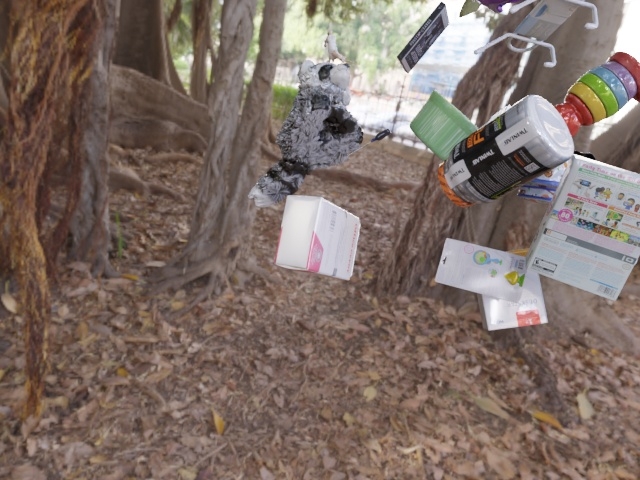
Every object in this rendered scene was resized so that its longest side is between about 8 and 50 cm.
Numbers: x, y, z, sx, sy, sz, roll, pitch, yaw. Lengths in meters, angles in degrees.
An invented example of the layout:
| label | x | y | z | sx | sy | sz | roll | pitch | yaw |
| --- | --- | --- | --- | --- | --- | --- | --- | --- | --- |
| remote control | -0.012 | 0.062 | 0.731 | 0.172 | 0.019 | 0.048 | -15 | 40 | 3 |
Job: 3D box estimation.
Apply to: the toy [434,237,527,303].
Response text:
| label | x | y | z | sx | sy | sz | roll | pitch | yaw |
| --- | --- | --- | --- | --- | --- | --- | --- | --- | --- |
| toy | 0.466 | 0.090 | 1.448 | 0.237 | 0.137 | 0.056 | 14 | -13 | 19 |

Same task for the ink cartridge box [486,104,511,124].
| label | x | y | z | sx | sy | sz | roll | pitch | yaw |
| --- | --- | --- | --- | --- | --- | --- | --- | --- | --- |
| ink cartridge box | 0.562 | -0.337 | 1.506 | 0.104 | 0.060 | 0.180 | 53 | 35 | -5 |

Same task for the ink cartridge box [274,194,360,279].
| label | x | y | z | sx | sy | sz | roll | pitch | yaw |
| --- | --- | --- | --- | --- | --- | --- | --- | --- | --- |
| ink cartridge box | 0.000 | 0.000 | 1.488 | 0.117 | 0.207 | 0.283 | 7 | -7 | 28 |

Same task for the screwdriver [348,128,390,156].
| label | x | y | z | sx | sy | sz | roll | pitch | yaw |
| --- | --- | --- | --- | --- | --- | --- | --- | --- | --- |
| screwdriver | 0.158 | -0.326 | 1.670 | 0.170 | 0.025 | 0.024 | -24 | 30 | 23 |

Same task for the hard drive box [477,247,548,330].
| label | x | y | z | sx | sy | sz | roll | pitch | yaw |
| --- | --- | --- | --- | --- | --- | --- | --- | --- | --- |
| hard drive box | 0.584 | 0.151 | 1.558 | 0.181 | 0.232 | 0.089 | -10 | -6 | 6 |

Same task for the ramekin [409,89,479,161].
| label | x | y | z | sx | sy | sz | roll | pitch | yaw |
| --- | --- | --- | --- | --- | --- | --- | --- | --- | --- |
| ramekin | 0.447 | -0.356 | 1.704 | 0.303 | 0.148 | 0.303 | 36 | 20 | -16 |

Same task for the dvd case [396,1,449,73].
| label | x | y | z | sx | sy | sz | roll | pitch | yaw |
| --- | --- | --- | --- | --- | --- | --- | --- | --- | --- |
| dvd case | 0.384 | -0.746 | 1.856 | 0.029 | 0.239 | 0.179 | 43 | 14 | 12 |

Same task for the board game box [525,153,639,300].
| label | x | y | z | sx | sy | sz | roll | pitch | yaw |
| --- | --- | --- | --- | --- | --- | --- | --- | --- | --- |
| board game box | 0.682 | -0.034 | 1.251 | 0.224 | 0.303 | 0.097 | 22 | 23 | 15 |

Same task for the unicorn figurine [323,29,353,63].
| label | x | y | z | sx | sy | sz | roll | pitch | yaw |
| --- | --- | --- | --- | --- | --- | --- | --- | --- | --- |
| unicorn figurine | 0.049 | -0.699 | 1.844 | 0.060 | 0.162 | 0.111 | -26 | 4 | -11 |

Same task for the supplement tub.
| label | x | y | z | sx | sy | sz | roll | pitch | yaw |
| --- | --- | --- | --- | --- | --- | --- | --- | --- | --- |
| supplement tub | 0.482 | -0.223 | 1.339 | 0.193 | 0.194 | 0.316 | -3 | -22 | -40 |

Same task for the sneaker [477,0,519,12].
| label | x | y | z | sx | sy | sz | roll | pitch | yaw |
| --- | --- | --- | --- | --- | --- | --- | --- | --- | --- |
| sneaker | 0.363 | -0.503 | 0.927 | 0.104 | 0.095 | 0.236 | 39 | -9 | -8 |

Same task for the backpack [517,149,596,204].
| label | x | y | z | sx | sy | sz | roll | pitch | yaw |
| --- | --- | --- | --- | --- | --- | --- | --- | --- | --- |
| backpack | 0.845 | -0.239 | 1.875 | 0.263 | 0.213 | 0.276 | 15 | -4 | -40 |

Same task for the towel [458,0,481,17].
| label | x | y | z | sx | sy | sz | roll | pitch | yaw |
| --- | --- | --- | --- | --- | --- | --- | --- | --- | --- |
| towel | 0.497 | -0.780 | 1.578 | 0.027 | 0.148 | 0.110 | 45 | 56 | 15 |

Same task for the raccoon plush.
| label | x | y | z | sx | sy | sz | roll | pitch | yaw |
| --- | --- | --- | --- | --- | --- | --- | --- | --- | --- |
| raccoon plush | -0.077 | -0.343 | 1.474 | 0.216 | 0.446 | 0.299 | 47 | 17 | -43 |

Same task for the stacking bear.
| label | x | y | z | sx | sy | sz | roll | pitch | yaw |
| --- | --- | --- | --- | --- | --- | --- | --- | --- | --- |
| stacking bear | 0.819 | -0.420 | 1.525 | 0.164 | 0.289 | 0.175 | 34 | 23 | -56 |

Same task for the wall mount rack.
| label | x | y | z | sx | sy | sz | roll | pitch | yaw |
| --- | --- | --- | --- | --- | --- | --- | --- | --- | --- |
| wall mount rack | 0.677 | -0.676 | 1.590 | 0.304 | 0.130 | 0.350 | 8 | -17 | -11 |
